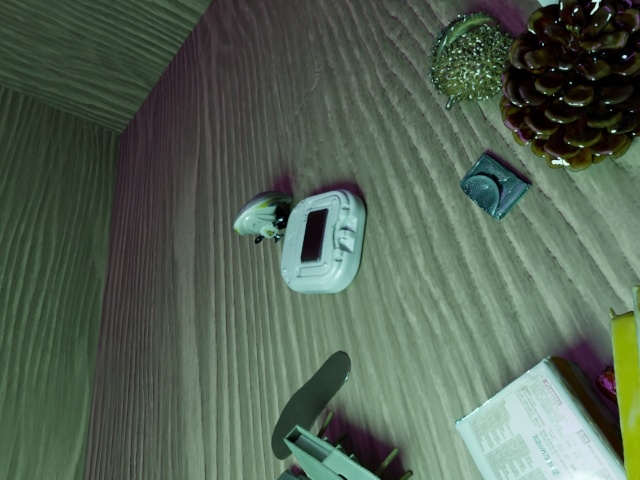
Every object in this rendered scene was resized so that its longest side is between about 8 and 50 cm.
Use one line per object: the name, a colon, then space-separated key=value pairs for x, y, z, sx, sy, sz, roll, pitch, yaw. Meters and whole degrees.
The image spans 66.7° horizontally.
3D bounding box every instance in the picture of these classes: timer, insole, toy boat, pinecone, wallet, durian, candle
timer: x=0.000 y=0.000 z=1.219 sx=0.237 sy=0.087 sz=0.262 roll=-10 pitch=65 yaw=48
insole: x=-0.029 y=0.387 z=1.144 sx=0.328 sy=0.007 sz=0.111 roll=-55 pitch=41 yaw=18
toy boat: x=-0.150 y=-0.062 z=1.340 sx=0.141 sy=0.140 sz=0.269 roll=-56 pitch=5 yaw=16
pinecone: x=0.386 y=-0.245 z=0.715 sx=0.246 sy=0.292 sz=0.247 roll=-6 pitch=77 yaw=25
wallet: x=0.324 y=-0.105 z=0.925 sx=0.088 sy=0.026 sz=0.129 roll=-53 pitch=40 yaw=19
durian: x=0.302 y=-0.352 z=0.984 sx=0.196 sy=0.166 sz=0.196 roll=-162 pitch=90 yaw=-78
candle: x=0.431 y=0.229 z=0.627 sx=0.162 sy=0.048 sz=0.053 roll=46 pitch=139 yaw=48

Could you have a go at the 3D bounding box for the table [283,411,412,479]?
table: x=0.059 y=0.422 z=0.923 sx=0.111 sy=0.122 sz=0.240 roll=-40 pitch=28 yaw=-28

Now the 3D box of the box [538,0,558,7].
box: x=0.422 y=-0.520 z=0.913 sx=0.051 sy=0.129 sz=0.130 roll=-14 pitch=63 yaw=46

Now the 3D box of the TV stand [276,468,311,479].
TV stand: x=0.004 y=0.533 z=0.995 sx=0.256 sy=0.049 sz=0.040 roll=-7 pitch=31 yaw=50

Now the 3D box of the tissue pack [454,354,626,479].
tissue pack: x=0.326 y=0.306 z=0.655 sx=0.185 sy=0.124 sz=0.225 roll=-46 pitch=45 yaw=25

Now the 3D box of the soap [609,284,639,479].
soap: x=0.453 y=0.216 z=0.445 sx=0.293 sy=0.156 sz=0.335 roll=-1 pitch=69 yaw=15
